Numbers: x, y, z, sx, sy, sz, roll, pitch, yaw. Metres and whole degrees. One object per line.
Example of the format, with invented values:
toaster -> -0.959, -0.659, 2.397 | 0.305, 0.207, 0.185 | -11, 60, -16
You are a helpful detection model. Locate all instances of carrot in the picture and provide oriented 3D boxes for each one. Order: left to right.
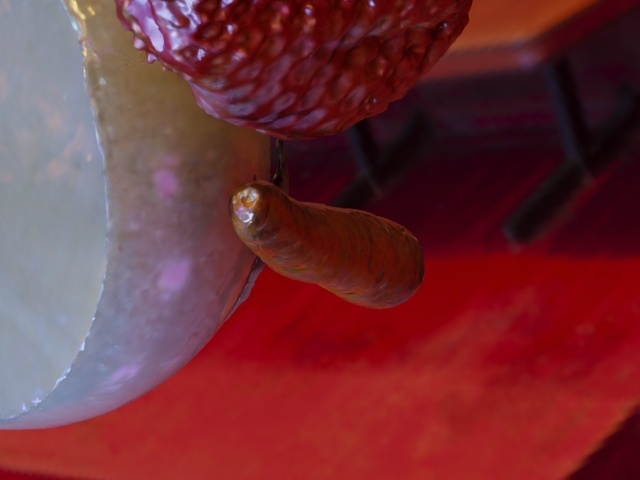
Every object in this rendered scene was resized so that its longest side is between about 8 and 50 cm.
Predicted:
carrot -> 0.000, 0.000, 0.890 | 0.047, 0.047, 0.191 | -26, -19, 19

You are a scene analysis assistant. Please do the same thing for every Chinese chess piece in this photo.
Chinese chess piece -> -0.183, -0.062, 1.140 | 0.349, 0.349, 0.146 | -13, 2, 44

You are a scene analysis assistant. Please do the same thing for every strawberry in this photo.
strawberry -> 0.006, -0.103, 0.835 | 0.236, 0.107, 0.175 | -33, 13, -30
